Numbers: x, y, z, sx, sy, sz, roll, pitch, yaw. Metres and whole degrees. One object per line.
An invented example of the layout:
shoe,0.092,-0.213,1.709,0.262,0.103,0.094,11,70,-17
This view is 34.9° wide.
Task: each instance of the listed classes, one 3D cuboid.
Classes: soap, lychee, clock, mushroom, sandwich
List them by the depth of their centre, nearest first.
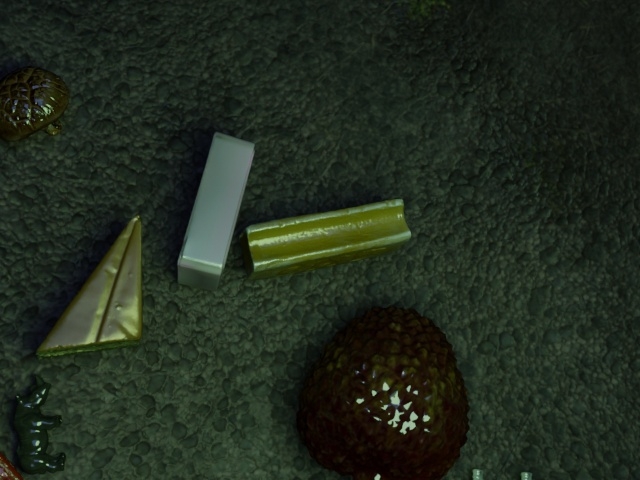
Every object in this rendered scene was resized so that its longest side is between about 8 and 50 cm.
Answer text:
lychee,0.087,0.217,1.391,0.236,0.236,0.271,13,55,-8
sandwich,-0.317,0.064,1.399,0.144,0.117,0.187,0,78,-15
clock,-0.148,-0.037,1.440,0.063,0.150,0.197,15,74,-5
mushroom,-0.421,-0.195,1.454,0.126,0.085,0.109,-38,89,-6
soap,0.000,0.000,1.465,0.232,0.140,0.073,-11,80,-14

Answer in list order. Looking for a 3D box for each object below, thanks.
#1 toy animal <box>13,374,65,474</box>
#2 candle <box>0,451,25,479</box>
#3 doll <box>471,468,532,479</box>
toy animal,-0.383,0.249,1.379,0.065,0.047,0.135,-5,79,-11
candle,-0.357,0.391,1.353,0.329,0.048,0.051,49,32,2
doll,0.260,0.446,1.462,0.114,0.057,0.227,7,67,-16
